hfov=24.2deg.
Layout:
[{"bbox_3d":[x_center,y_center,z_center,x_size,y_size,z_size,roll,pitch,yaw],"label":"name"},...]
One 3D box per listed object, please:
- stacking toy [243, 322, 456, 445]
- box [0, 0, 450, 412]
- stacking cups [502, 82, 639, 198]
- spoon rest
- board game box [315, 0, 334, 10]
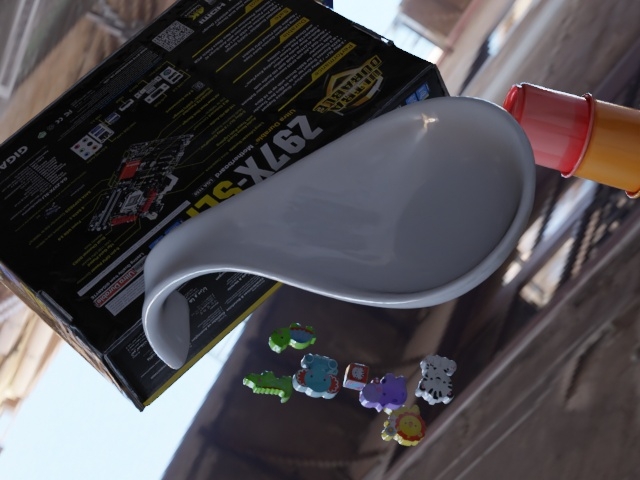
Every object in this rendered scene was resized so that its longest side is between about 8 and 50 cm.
[{"bbox_3d":[0.032,0.164,1.674,0.221,0.167,0.052,14,-118,-6],"label":"stacking toy"},{"bbox_3d":[-0.098,-0.057,1.129,0.322,0.079,0.257,-42,-131,-15],"label":"box"},{"bbox_3d":[0.306,-0.060,1.281,0.316,0.096,0.096,12,-127,-5],"label":"stacking cups"},{"bbox_3d":[0.000,0.000,0.885,0.084,0.276,0.137,39,-143,-46],"label":"spoon rest"},{"bbox_3d":[-0.052,-0.197,1.418,0.035,0.201,0.136,-9,-80,-31],"label":"board game box"}]
